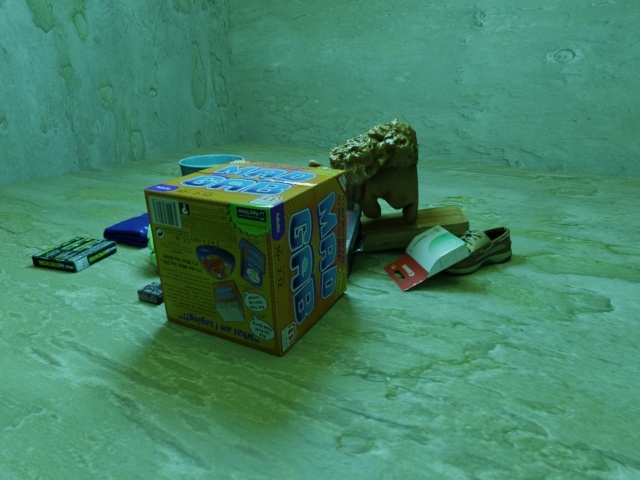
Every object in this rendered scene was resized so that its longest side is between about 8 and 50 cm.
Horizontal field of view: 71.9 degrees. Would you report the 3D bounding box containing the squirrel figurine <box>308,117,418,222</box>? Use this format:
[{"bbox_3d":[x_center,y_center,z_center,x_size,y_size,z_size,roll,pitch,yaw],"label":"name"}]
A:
[{"bbox_3d":[0.132,-0.236,1.477,0.371,0.397,0.281,-3,64,6],"label":"squirrel figurine"}]

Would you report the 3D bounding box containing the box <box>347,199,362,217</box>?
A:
[{"bbox_3d":[0.066,-0.164,1.811,0.165,0.143,0.270,8,5,20],"label":"box"}]

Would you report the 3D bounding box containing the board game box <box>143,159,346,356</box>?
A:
[{"bbox_3d":[-0.165,0.012,1.138,0.357,0.356,0.356,10,24,26],"label":"board game box"}]

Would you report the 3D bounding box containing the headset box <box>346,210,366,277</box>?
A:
[{"bbox_3d":[0.000,0.000,1.435,0.293,0.110,0.218,6,42,15],"label":"headset box"}]

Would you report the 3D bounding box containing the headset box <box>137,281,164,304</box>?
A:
[{"bbox_3d":[-0.470,0.148,1.250,0.083,0.032,0.062,8,22,24],"label":"headset box"}]

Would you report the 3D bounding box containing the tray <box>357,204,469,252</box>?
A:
[{"bbox_3d":[0.306,-0.047,1.601,0.411,0.076,0.203,-8,20,8],"label":"tray"}]

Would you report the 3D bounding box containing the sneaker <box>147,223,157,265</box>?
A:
[{"bbox_3d":[-0.424,-0.050,1.565,0.202,0.185,0.483,3,22,21],"label":"sneaker"}]

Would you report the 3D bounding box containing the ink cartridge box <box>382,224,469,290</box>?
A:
[{"bbox_3d":[0.310,0.047,1.348,0.225,0.056,0.181,-26,23,-3],"label":"ink cartridge box"}]

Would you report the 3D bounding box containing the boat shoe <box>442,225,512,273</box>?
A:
[{"bbox_3d":[0.495,0.019,1.437,0.324,0.119,0.122,-13,24,-29],"label":"boat shoe"}]

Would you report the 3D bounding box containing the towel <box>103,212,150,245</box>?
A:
[{"bbox_3d":[-0.668,-0.058,1.759,0.228,0.076,0.308,2,20,28],"label":"towel"}]

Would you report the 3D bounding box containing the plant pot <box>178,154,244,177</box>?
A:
[{"bbox_3d":[-0.462,-0.224,1.921,0.272,0.255,0.271,0,20,0],"label":"plant pot"}]

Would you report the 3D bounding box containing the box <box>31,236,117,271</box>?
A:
[{"bbox_3d":[-0.843,0.045,1.522,0.184,0.045,0.190,3,22,17],"label":"box"}]
